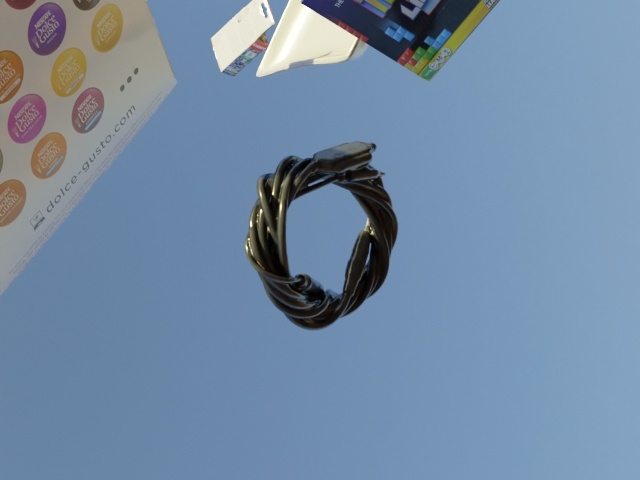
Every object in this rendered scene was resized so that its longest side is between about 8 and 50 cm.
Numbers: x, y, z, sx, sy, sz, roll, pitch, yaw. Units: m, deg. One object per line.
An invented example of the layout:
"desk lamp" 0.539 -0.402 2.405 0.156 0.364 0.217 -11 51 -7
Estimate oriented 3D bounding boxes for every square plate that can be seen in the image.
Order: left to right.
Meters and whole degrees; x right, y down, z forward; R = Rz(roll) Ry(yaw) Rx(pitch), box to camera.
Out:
"square plate" 0.051 -0.395 1.347 0.049 0.344 0.347 28 -96 -24

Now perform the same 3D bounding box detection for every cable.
"cable" 0.000 0.000 0.768 0.184 0.047 0.150 -27 -60 -49

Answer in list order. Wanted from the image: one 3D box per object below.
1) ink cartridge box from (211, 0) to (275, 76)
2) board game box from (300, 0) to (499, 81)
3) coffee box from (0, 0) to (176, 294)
"ink cartridge box" -0.102 -0.290 1.290 0.029 0.115 0.062 12 -128 -48
"board game box" 0.083 -0.234 0.779 0.141 0.170 0.048 28 -130 -12
"coffee box" -0.412 -0.207 0.932 0.338 0.334 0.337 22 -118 21
